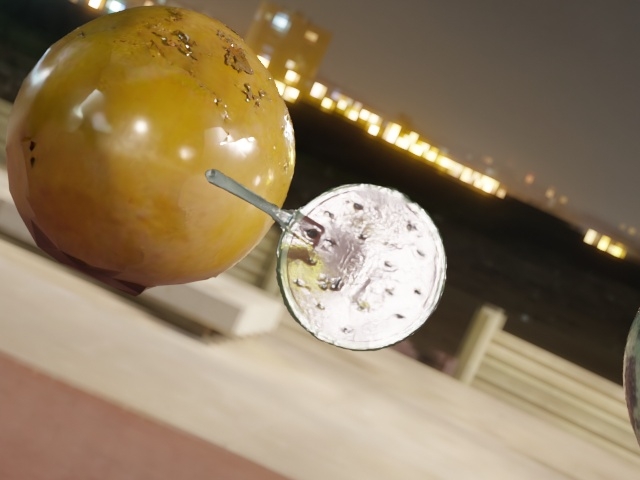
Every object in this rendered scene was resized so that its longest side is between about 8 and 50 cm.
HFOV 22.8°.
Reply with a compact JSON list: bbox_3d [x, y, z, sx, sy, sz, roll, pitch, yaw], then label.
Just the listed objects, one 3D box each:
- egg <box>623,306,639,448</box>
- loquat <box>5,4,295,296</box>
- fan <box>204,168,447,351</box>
[{"bbox_3d":[0.242,0.087,0.918,0.132,0.172,0.132,4,-23,2],"label":"egg"},{"bbox_3d":[-0.134,-0.073,1.266,0.235,0.235,0.235,24,4,-2],"label":"loquat"},{"bbox_3d":[0.000,0.000,0.789,0.133,0.085,0.005,32,-5,1],"label":"fan"}]
